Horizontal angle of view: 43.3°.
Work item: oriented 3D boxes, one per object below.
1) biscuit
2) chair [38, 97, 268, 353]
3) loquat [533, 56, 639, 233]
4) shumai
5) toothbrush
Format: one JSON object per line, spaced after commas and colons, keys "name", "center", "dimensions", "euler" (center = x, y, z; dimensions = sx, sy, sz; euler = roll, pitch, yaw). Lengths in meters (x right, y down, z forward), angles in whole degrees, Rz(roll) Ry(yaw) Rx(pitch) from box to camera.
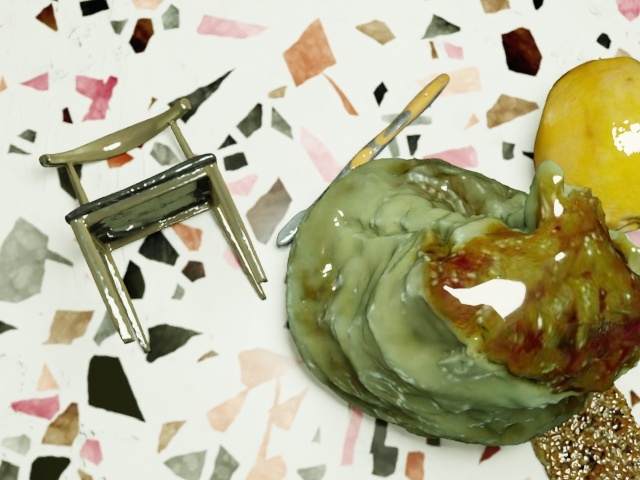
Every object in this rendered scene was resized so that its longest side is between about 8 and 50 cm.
{"name": "biscuit", "center": [0.349, 0.295, 0.958], "dimensions": [0.131, 0.026, 0.237], "euler": [-24, 80, -8]}
{"name": "chair", "center": [-0.190, -0.031, 0.912], "dimensions": [0.188, 0.166, 0.272], "euler": [-25, 81, -9]}
{"name": "loquat", "center": [0.344, -0.118, 0.968], "dimensions": [0.176, 0.187, 0.234], "euler": [15, 66, -32]}
{"name": "shumai", "center": [0.169, 0.050, 0.844], "dimensions": [0.397, 0.323, 0.324], "euler": [24, 78, -4]}
{"name": "toothbrush", "center": [0.058, -0.106, 1.018], "dimensions": [0.023, 0.031, 0.321], "euler": [44, 78, 4]}
